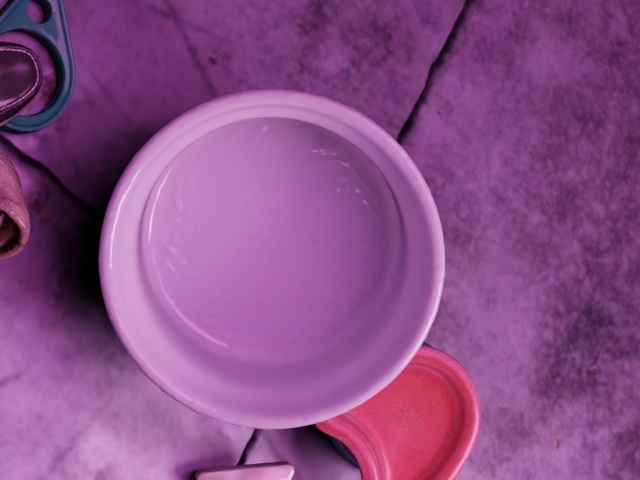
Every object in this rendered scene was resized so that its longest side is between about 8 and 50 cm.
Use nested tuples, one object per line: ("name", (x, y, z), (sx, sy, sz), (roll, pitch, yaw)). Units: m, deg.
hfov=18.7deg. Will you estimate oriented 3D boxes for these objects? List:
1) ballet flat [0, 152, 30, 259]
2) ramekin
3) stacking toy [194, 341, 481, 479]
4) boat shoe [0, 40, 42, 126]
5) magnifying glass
("ballet flat", (-0.358, -0.010, 1.466), (0.316, 0.107, 0.106), (-11, 57, -34))
("ramekin", (-0.041, 0.006, 1.611), (0.277, 0.135, 0.277), (0, 99, -2))
("stacking toy", (0.045, 0.253, 1.756), (0.279, 0.130, 0.309), (-24, 96, -7))
("boat shoe", (-0.315, -0.108, 1.525), (0.223, 0.073, 0.080), (-16, 96, -26))
("magnifying glass", (-0.236, -0.201, 1.633), (0.092, 0.026, 0.231), (19, 73, -31))
